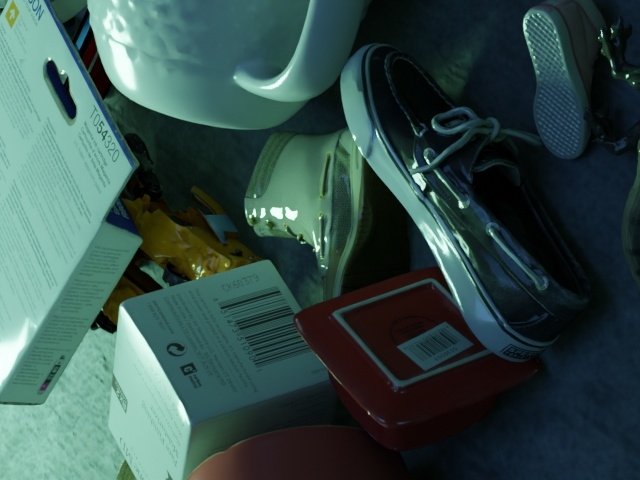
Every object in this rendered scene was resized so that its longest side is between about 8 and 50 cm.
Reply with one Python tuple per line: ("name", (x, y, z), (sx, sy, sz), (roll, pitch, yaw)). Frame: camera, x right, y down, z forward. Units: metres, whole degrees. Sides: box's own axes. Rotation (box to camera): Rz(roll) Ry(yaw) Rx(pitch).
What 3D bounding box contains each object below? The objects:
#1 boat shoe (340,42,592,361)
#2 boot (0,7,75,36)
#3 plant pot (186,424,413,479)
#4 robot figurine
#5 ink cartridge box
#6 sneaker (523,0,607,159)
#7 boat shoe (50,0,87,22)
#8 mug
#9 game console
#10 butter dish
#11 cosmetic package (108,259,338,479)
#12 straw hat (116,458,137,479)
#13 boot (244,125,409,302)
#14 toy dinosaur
("boat shoe", (0.120, -0.054, 1.474), (0.105, 0.113, 0.306), (-48, 55, 39))
("boot", (-0.357, -0.147, 2.061), (0.263, 0.091, 0.229), (7, 96, 56))
("plant pot", (-0.004, 0.304, 1.503), (0.275, 0.275, 0.243), (-43, 46, 38))
("robot figurine", (-0.172, 0.019, 1.829), (0.291, 0.085, 0.211), (38, 115, 43))
("ink cartridge box", (-0.292, -0.058, 1.857), (0.330, 0.071, 0.324), (-54, 47, 29))
("sneaker", (0.203, -0.136, 1.443), (0.051, 0.070, 0.134), (11, 125, 40))
("boat shoe", (-0.227, -0.377, 1.834), (0.340, 0.158, 0.127), (-44, 20, 30))
("mug", (-0.053, -0.258, 1.550), (0.374, 0.276, 0.328), (47, 127, 56))
("game console", (-0.248, -0.223, 1.934), (0.085, 0.124, 0.144), (37, 118, 14))
("butter dish", (0.075, 0.117, 1.513), (0.160, 0.160, 0.118), (46, 144, 41))
("cosmetic package", (-0.090, 0.145, 1.632), (0.151, 0.151, 0.184), (56, 149, 34))
("straw hat", (-0.128, 0.255, 1.780), (0.144, 0.061, 0.144), (-1, 88, 32))
("boot", (0.000, 0.000, 1.639), (0.165, 0.077, 0.213), (0, 82, 48))
("toy dinosaur", (0.255, -0.095, 1.368), (0.118, 0.064, 0.268), (40, 120, 35))
